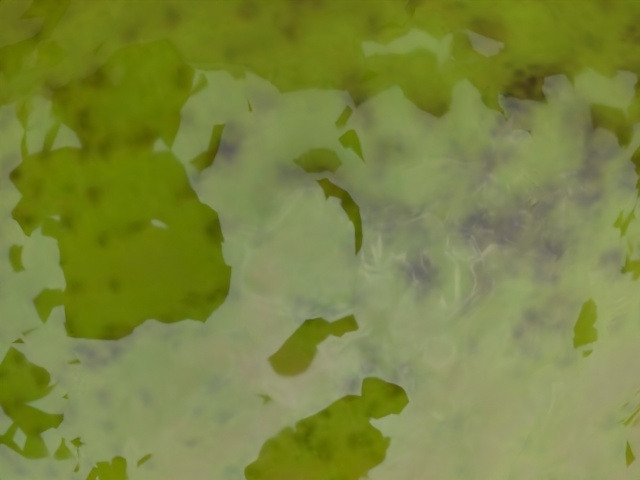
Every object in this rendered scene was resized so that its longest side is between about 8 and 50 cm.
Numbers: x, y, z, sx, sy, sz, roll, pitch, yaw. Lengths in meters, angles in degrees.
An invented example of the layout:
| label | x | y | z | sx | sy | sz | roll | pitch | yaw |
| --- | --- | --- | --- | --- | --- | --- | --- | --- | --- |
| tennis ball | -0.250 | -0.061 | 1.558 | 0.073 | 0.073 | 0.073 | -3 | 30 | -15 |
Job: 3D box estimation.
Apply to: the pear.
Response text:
| label | x | y | z | sx | sy | sz | roll | pitch | yaw |
| --- | --- | --- | --- | --- | --- | --- | --- | --- | --- |
| pear | 0.000 | 0.000 | 0.573 | 0.391 | 0.391 | 0.391 | 7 | 153 | 4 |
